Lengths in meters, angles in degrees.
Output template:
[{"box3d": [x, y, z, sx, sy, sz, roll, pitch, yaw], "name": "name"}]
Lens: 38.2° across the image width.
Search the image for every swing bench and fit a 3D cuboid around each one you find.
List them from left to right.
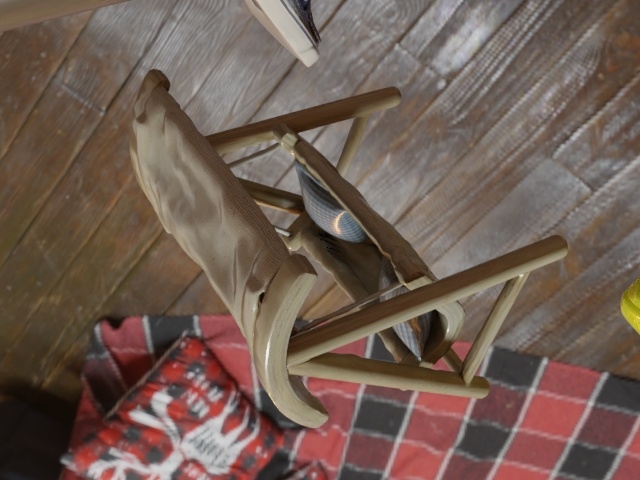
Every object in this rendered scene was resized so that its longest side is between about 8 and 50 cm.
[{"box3d": [0.000, 0.000, 0.731, 0.254, 0.253, 0.165, -4, 130, -33], "name": "swing bench"}]

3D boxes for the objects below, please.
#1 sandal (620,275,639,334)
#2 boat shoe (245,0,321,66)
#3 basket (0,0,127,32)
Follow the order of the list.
[{"box3d": [0.351, 0.001, 0.770, 0.126, 0.138, 0.317, 44, 168, 14], "name": "sandal"}, {"box3d": [-0.034, -0.388, 1.351, 0.158, 0.340, 0.127, -45, 69, 1], "name": "boat shoe"}, {"box3d": [-0.214, -0.248, 0.701, 0.226, 0.154, 0.204, -24, 132, -1], "name": "basket"}]
